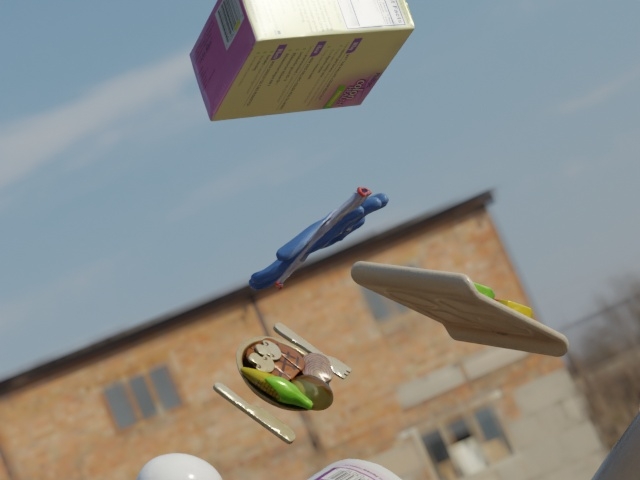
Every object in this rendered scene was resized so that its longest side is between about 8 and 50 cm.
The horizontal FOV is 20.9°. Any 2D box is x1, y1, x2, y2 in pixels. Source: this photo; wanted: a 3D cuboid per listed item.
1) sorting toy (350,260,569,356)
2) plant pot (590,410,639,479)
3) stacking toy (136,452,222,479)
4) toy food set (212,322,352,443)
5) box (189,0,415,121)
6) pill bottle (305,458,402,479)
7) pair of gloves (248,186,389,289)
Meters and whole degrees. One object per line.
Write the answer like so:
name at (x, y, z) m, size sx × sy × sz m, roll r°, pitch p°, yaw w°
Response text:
sorting toy at (0.165, 0.074, 2.031) m, size 0.193 × 0.038 × 0.208 m, roll 6°, pitch -19°, yaw 46°
plant pot at (0.309, 0.169, 1.218) m, size 0.229 × 0.263 × 0.263 m, roll -39°, pitch -8°, yaw -6°
stacking toy at (-0.044, 0.444, 2.362) m, size 0.350 × 0.480 × 0.350 m, roll -49°, pitch 9°, yaw 10°
toy food set at (-0.038, 0.156, 2.087) m, size 0.038 × 0.132 × 0.192 m, roll -60°, pitch -8°, yaw 32°
box at (-0.029, -0.278, 2.412) m, size 0.243 × 0.117 × 0.213 m, roll -8°, pitch -23°, yaw -25°
pill bottle at (-0.028, 0.356, 1.811) m, size 0.169 × 0.169 × 0.301 m, roll -32°, pitch -5°, yaw 41°
pair of gloves at (0.000, 0.000, 1.813) m, size 0.159 × 0.023 × 0.198 m, roll -40°, pitch -6°, yaw 7°
